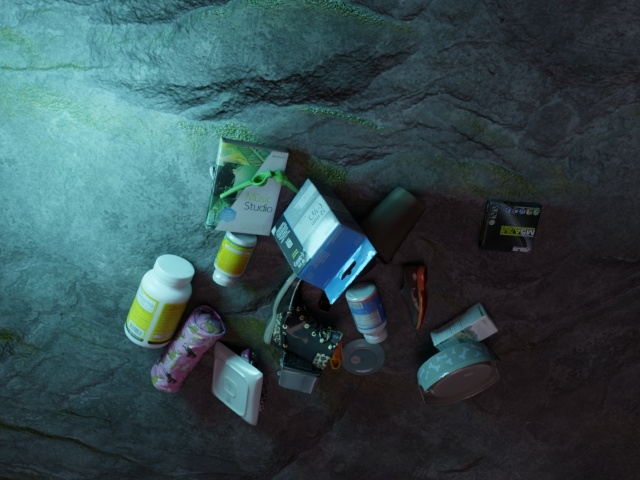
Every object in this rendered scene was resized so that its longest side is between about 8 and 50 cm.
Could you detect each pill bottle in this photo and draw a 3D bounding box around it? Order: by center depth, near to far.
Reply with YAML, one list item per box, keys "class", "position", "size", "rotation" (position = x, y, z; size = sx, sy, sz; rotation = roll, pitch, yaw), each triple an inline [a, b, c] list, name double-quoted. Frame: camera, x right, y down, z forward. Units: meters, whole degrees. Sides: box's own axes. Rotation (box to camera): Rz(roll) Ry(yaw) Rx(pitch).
- class: "pill bottle"
  position: [-0.321, 0.062, 1.798]
  size: [0.117, 0.118, 0.209]
  rotation: [23, 114, -8]
- class: "pill bottle"
  position: [-0.600, 0.227, 1.844]
  size: [0.187, 0.188, 0.334]
  rotation: [25, 113, -9]
- class: "pill bottle"
  position: [0.185, 0.280, 1.876]
  size: [0.124, 0.124, 0.222]
  rotation: [-16, 114, 9]

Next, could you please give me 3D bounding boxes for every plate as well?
- class: "plate"
  position: [-0.356, 0.589, 1.994]
  size: [0.277, 0.045, 0.278]
  rotation: [26, 119, 31]
- class: "plate"
  position: [0.175, 0.491, 2.026]
  size: [0.188, 0.024, 0.188]
  rotation: [1, 115, 1]

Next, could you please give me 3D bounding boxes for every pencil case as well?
- class: "pencil case"
  position: [-0.531, 0.440, 1.950]
  size: [0.167, 0.160, 0.386]
  rotation: [25, 115, -32]

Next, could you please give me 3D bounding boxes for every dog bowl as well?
- class: "dog bowl"
  position: [0.538, 0.519, 1.910]
  size: [0.348, 0.102, 0.349]
  rotation: [-13, 140, -11]

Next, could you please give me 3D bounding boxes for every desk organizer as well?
- class: "desk organizer"
  position: [0.036, 0.212, 1.889]
  size: [0.047, 0.050, 0.130]
  rotation: [22, 113, -8]

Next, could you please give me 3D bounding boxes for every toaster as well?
- class: "toaster"
  position: [-0.073, 0.508, 1.966]
  size: [0.185, 0.168, 0.110]
  rotation: [14, 118, -4]

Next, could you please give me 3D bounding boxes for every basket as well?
- class: "basket"
  position: [0.238, -0.060, 1.677]
  size: [0.227, 0.154, 0.204]
  rotation: [-50, 137, -2]

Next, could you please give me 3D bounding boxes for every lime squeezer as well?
- class: "lime squeezer"
  position: [-0.180, -0.191, 1.649]
  size: [0.310, 0.059, 0.110]
  rotation: [-2, 149, -21]

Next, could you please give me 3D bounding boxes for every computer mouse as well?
- class: "computer mouse"
  position: [0.121, 0.078, 1.796]
  size: [0.272, 0.072, 0.189]
  rotation: [-34, 110, 8]

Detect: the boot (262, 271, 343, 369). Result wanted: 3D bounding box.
- class: "boot"
  position: [-0.046, 0.306, 1.847]
  size: [0.284, 0.138, 0.378]
  rotation: [27, 118, 10]

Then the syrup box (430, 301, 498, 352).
- class: "syrup box"
  position: [0.559, 0.354, 1.911]
  size: [0.236, 0.096, 0.093]
  rotation: [-36, 110, 16]

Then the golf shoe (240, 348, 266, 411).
- class: "golf shoe"
  position: [-0.315, 0.591, 2.042]
  size: [0.140, 0.115, 0.307]
  rotation: [-4, 113, 7]

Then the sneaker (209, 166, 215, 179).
- class: "sneaker"
  position: [-0.328, -0.203, 1.717]
  size: [0.064, 0.061, 0.158]
  rotation: [-30, 121, 6]

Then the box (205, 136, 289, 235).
- class: "box"
  position: [-0.256, -0.178, 1.683]
  size: [0.232, 0.058, 0.322]
  rotation: [5, 115, -22]

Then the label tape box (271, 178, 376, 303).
- class: "label tape box"
  position: [0.000, 0.000, 1.632]
  size: [0.115, 0.348, 0.249]
  rotation: [14, 123, -42]

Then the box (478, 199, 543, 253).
- class: "box"
  position: [0.679, -0.047, 1.754]
  size: [0.190, 0.045, 0.184]
  rotation: [5, 112, 0]

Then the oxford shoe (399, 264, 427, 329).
- class: "oxford shoe"
  position: [0.355, 0.213, 1.870]
  size: [0.098, 0.097, 0.272]
  rotation: [5, 112, 22]

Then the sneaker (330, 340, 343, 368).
- class: "sneaker"
  position: [0.055, 0.444, 1.980]
  size: [0.064, 0.067, 0.175]
  rotation: [-6, 113, 26]
